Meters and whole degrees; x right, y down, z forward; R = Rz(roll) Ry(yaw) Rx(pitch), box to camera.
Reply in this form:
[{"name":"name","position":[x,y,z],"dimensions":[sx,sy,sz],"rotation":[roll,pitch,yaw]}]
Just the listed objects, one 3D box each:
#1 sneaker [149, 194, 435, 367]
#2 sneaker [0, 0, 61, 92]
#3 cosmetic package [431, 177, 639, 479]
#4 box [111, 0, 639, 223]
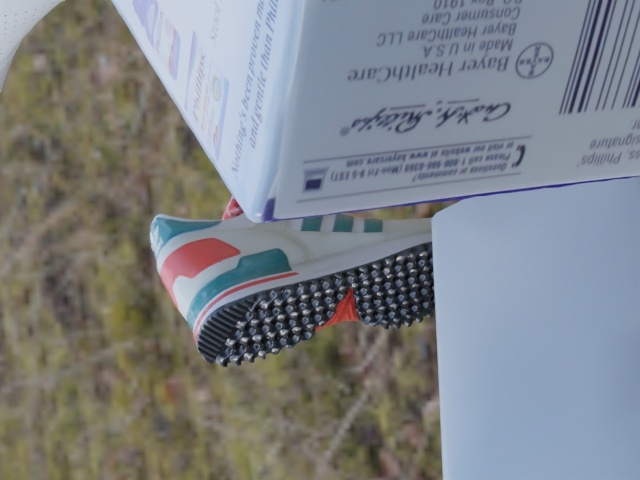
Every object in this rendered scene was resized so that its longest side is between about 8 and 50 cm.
[{"name":"sneaker","position":[0.000,0.000,0.748],"dimensions":[0.075,0.161,0.057],"rotation":[53,137,28]},{"name":"sneaker","position":[-0.136,-0.092,0.631],"dimensions":[0.080,0.212,0.094],"rotation":[54,-168,6]},{"name":"cosmetic package","position":[0.168,0.187,0.620],"dimensions":[0.377,0.097,0.284],"rotation":[54,-160,-30]},{"name":"box","position":[0.023,-0.076,0.385],"dimensions":[0.137,0.126,0.072],"rotation":[-122,34,-45]}]
